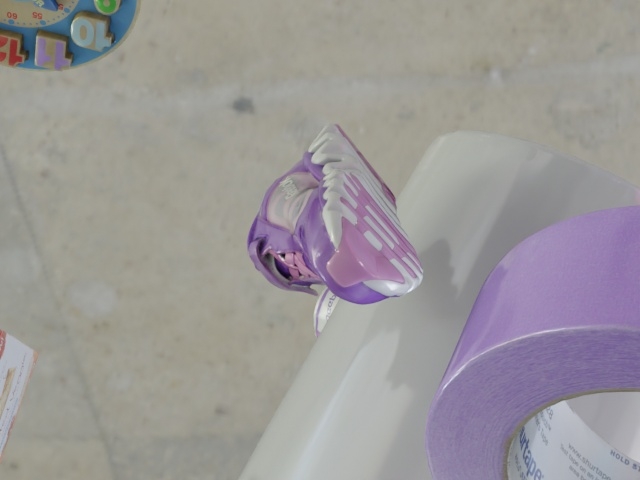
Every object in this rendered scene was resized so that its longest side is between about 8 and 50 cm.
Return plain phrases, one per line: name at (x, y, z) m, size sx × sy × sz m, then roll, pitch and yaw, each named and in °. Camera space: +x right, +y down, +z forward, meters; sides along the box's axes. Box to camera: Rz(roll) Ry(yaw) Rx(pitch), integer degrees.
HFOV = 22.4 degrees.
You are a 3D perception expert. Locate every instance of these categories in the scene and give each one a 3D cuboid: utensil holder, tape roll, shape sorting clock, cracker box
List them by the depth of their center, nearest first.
tape roll at (0.198, 0.110, 0.858) m, size 0.275 × 0.090 × 0.274 m, roll 16°, pitch 140°, yaw 14°
shape sorting clock at (-0.240, -0.209, 1.259) m, size 0.206 × 0.040 × 0.206 m, roll 7°, pitch 142°, yaw 6°
utensil holder at (0.135, 0.153, 1.288) m, size 0.328 × 0.385 × 0.327 m, roll 28°, pitch 168°, yaw 7°
cracker box at (-0.319, 0.154, 1.438) m, size 0.067 × 0.155 × 0.232 m, roll 18°, pitch 171°, yaw 1°

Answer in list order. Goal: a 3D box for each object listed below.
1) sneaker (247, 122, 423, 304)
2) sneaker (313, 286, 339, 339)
sneaker at (0.000, 0.000, 1.106) m, size 0.104 × 0.236 × 0.095 m, roll -35°, pitch 106°, yaw 7°
sneaker at (0.093, 0.119, 1.800) m, size 0.161 × 0.102 × 0.282 m, roll 16°, pitch 161°, yaw 36°
